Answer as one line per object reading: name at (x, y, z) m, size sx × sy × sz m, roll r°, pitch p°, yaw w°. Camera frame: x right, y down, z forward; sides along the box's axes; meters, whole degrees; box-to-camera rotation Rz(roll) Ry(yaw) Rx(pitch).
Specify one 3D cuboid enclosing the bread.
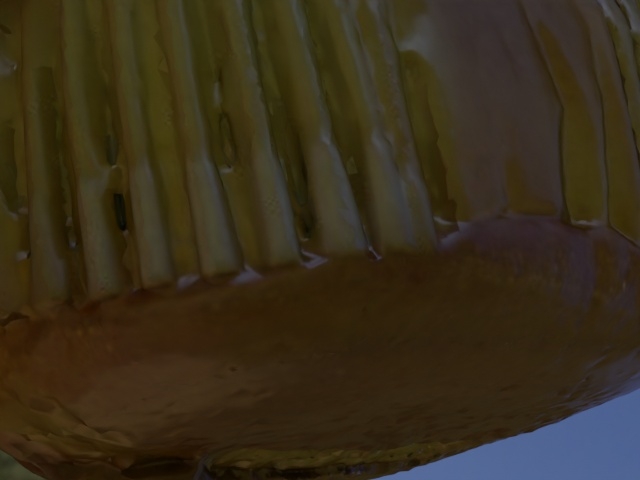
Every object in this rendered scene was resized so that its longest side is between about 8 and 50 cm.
bread at (0.000, 0.000, 0.617) m, size 0.204 × 0.288 × 0.156 m, roll -18°, pitch -106°, yaw 37°
